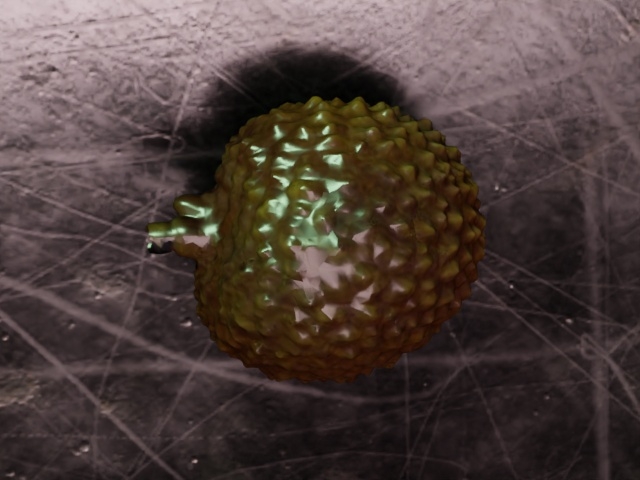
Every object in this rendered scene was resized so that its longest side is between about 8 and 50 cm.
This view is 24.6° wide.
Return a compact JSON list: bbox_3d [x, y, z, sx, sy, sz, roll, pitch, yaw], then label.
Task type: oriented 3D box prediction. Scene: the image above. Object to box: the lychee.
[{"bbox_3d":[0.000,0.000,0.994,0.238,0.200,0.200,3,112,-22],"label":"lychee"}]
